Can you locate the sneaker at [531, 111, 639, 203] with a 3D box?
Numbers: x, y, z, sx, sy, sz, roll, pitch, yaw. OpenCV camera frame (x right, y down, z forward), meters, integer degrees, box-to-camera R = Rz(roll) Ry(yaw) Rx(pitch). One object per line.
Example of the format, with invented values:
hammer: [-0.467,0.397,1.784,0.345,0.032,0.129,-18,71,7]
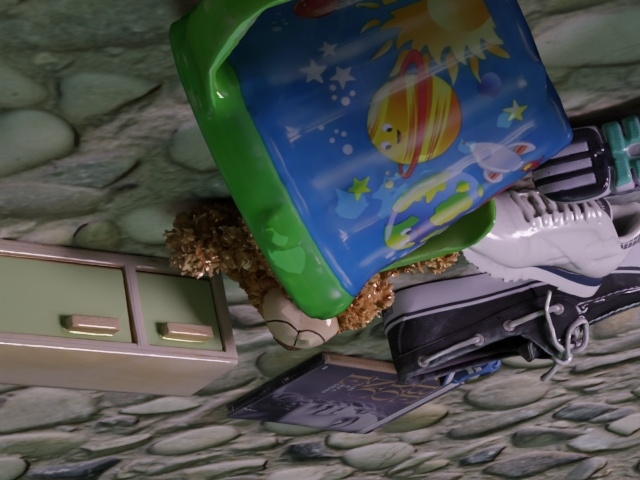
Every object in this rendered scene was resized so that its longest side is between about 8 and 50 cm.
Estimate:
sneaker: [0.291,-0.081,1.728,0.224,0.083,0.098,-8,178,2]

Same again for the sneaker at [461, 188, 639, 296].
sneaker: [0.202,-0.016,1.816,0.235,0.090,0.095,8,137,-46]

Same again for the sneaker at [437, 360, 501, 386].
sneaker: [0.166,0.115,2.123,0.059,0.053,0.144,-3,164,-18]

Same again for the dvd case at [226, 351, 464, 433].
dvd case: [0.029,0.174,2.231,0.221,0.018,0.164,11,148,-43]

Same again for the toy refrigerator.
toy refrigerator: [-0.209,0.069,1.766,0.270,0.102,0.094,9,149,-38]

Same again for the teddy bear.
teddy bear: [0.000,0.000,1.700,0.245,0.113,0.338,3,152,-27]

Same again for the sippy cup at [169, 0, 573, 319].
sippy cup: [0.044,-0.095,1.388,0.224,0.240,0.305,-26,180,6]

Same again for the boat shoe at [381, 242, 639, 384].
boat shoe: [0.219,0.080,1.995,0.306,0.105,0.113,-10,157,-5]
